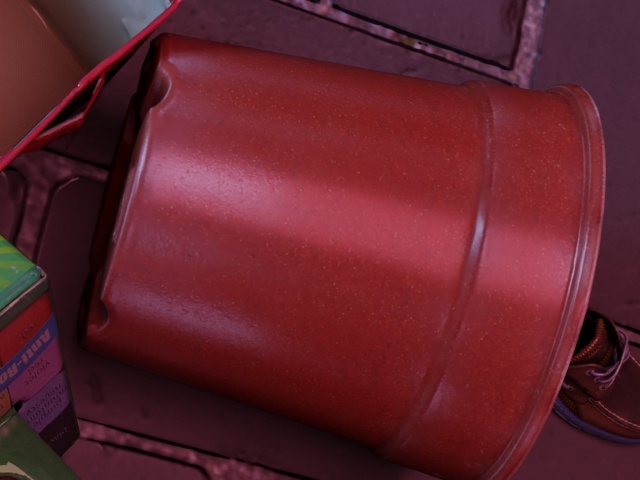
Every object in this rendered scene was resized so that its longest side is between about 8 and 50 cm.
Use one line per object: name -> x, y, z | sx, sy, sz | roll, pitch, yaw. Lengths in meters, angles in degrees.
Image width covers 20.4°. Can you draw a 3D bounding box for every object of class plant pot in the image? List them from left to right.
plant pot -> 0.000, 0.000, 1.103 | 0.265, 0.272, 0.272 | 15, 72, -11

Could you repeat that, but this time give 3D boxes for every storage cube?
storage cube -> -0.230, -0.132, 1.061 | 0.215, 0.193, 0.184 | 46, 65, -6

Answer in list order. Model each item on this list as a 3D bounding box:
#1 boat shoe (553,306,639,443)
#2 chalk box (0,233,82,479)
boat shoe -> 0.182, 0.083, 1.254 | 0.183, 0.066, 0.066 | 34, 67, -12
chalk box -> -0.251, 0.072, 0.948 | 0.289, 0.179, 0.180 | 37, 62, 22
